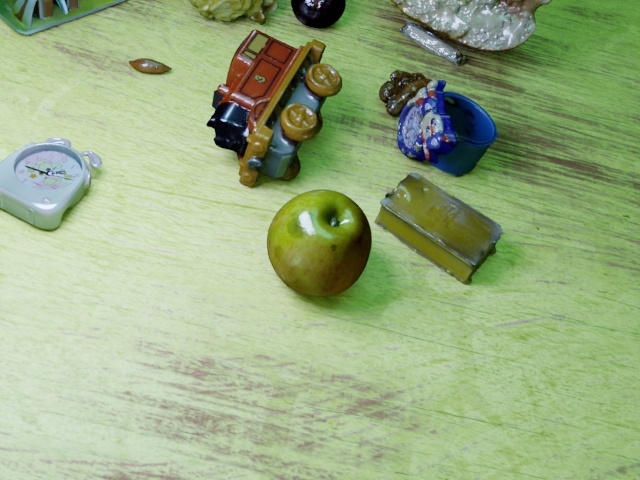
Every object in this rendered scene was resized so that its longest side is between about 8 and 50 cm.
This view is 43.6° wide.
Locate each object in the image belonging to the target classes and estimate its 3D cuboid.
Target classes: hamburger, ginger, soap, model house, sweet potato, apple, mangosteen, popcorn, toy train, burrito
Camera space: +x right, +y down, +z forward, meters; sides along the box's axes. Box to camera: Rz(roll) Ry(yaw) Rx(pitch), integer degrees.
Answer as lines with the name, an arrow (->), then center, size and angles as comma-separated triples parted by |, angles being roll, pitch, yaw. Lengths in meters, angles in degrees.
hamburger -> 0.370, -0.647, 2.050 | 0.445, 0.268, 0.287 | 26, 18, 10
ginger -> 0.198, -0.354, 1.868 | 0.162, 0.073, 0.103 | -26, 60, -31
soap -> 0.237, -0.029, 1.595 | 0.233, 0.076, 0.135 | 36, 51, 15
model house -> -0.546, -0.628, 1.729 | 0.340, 0.324, 0.300 | 41, 52, 20
sweet potato -> -0.374, -0.383, 1.759 | 0.095, 0.034, 0.034 | 5, 49, -8
apple -> 0.000, 0.000, 1.435 | 0.196, 0.196, 0.196 | 8, 48, -9
mangosteen -> -0.006, -0.595, 2.001 | 0.137, 0.137, 0.151 | 12, 13, -5
popcorn -> -0.225, -0.621, 1.929 | 0.266, 0.192, 0.233 | 37, 30, -14
toy train -> -0.096, -0.287, 1.646 | 0.231, 0.163, 0.369 | 26, 53, 0
burrito -> 0.286, -0.504, 2.050 | 0.185, 0.041, 0.045 | 36, 92, 15

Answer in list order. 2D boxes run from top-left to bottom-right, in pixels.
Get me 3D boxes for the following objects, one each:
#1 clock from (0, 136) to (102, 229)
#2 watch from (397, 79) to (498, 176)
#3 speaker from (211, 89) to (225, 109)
clock -> -0.498, -0.116, 1.471 | 0.151, 0.062, 0.191 | 26, 47, 9
watch -> 0.283, -0.234, 1.743 | 0.200, 0.171, 0.196 | 5, 60, -26
speaker -> -0.153, -0.336, 1.773 | 0.191, 0.046, 0.040 | -32, 65, -35
